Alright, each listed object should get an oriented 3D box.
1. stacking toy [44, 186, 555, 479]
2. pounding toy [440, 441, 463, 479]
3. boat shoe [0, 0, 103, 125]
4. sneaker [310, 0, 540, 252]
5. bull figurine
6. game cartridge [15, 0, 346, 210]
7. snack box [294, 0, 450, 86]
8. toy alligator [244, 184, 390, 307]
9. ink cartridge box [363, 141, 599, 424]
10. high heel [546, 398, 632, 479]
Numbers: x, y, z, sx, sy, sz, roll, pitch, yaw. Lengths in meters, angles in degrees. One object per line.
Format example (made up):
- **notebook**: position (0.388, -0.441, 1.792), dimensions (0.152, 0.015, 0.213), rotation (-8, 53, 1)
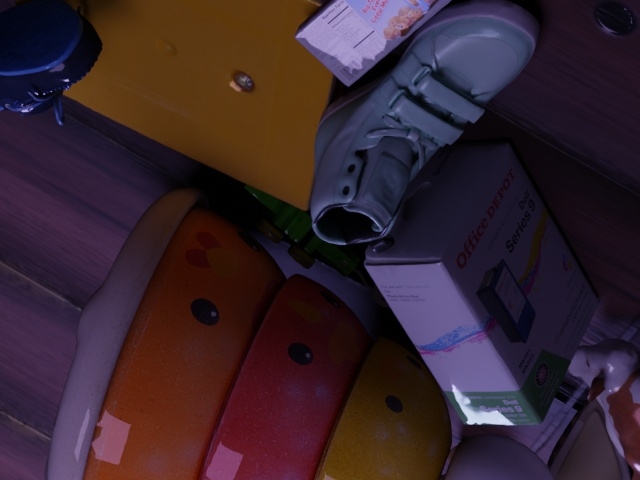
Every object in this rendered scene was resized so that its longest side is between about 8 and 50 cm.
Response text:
- **stacking toy**: position (0.005, 0.177, 1.885), dimensions (0.480, 0.350, 0.350), rotation (19, 144, 4)
- **pounding toy**: position (0.040, 0.233, 2.038), dimensions (0.154, 0.270, 0.155), rotation (64, 155, 23)
- **boat shoe**: position (-0.263, -0.164, 1.788), dimensions (0.089, 0.109, 0.258), rotation (45, 162, -29)
- **sneaker**: position (0.085, -0.085, 1.604), dimensions (0.094, 0.151, 0.256), rotation (29, 138, -25)
- **bull figurine**: position (0.359, 0.205, 1.819), dimensions (0.310, 0.101, 0.188), rotation (23, 140, 10)
- **game cartridge**: position (-0.128, -0.189, 1.759), dimensions (0.324, 0.052, 0.285), rotation (27, 145, 11)
- **snack box**: position (0.060, -0.198, 1.572), dimensions (0.064, 0.022, 0.178), rotation (42, 125, -14)
- **toy alligator**: position (0.000, 0.000, 1.893), dimensions (0.190, 0.056, 0.051), rotation (39, -174, -12)
- **ink cartridge box**: position (0.146, 0.039, 1.734), dimensions (0.093, 0.154, 0.212), rotation (-4, 132, 40)
- **high heel**: position (0.266, 0.257, 2.004), dimensions (0.093, 0.186, 0.261), rotation (4, 106, 5)
